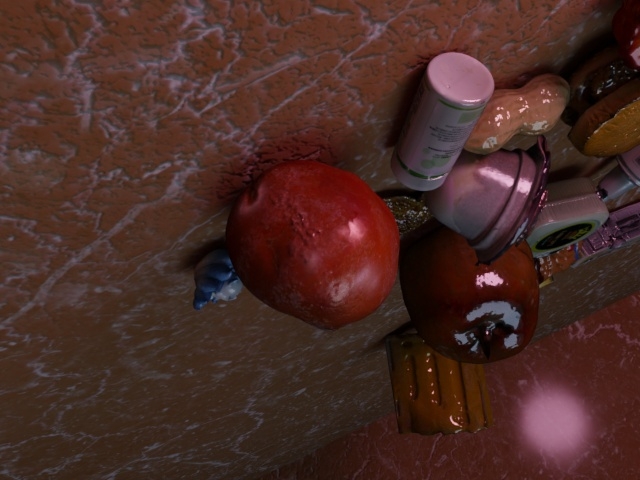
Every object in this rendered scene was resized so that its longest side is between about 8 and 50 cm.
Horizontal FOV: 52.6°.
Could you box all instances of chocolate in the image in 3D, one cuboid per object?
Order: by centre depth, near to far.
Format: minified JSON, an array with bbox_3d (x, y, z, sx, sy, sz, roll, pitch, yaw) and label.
[{"bbox_3d":[0.238,-0.083,0.978,0.147,0.221,0.221,28,135,-11],"label":"chocolate"}]

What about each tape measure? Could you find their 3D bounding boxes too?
[{"bbox_3d":[0.478,-0.043,1.358,0.207,0.115,0.235,-15,158,-11],"label":"tape measure"}]

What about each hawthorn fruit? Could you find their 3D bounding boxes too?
[{"bbox_3d":[0.294,0.113,1.251,0.268,0.300,0.267,-3,139,-2],"label":"hawthorn fruit"}]

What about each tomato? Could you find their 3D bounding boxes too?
[{"bbox_3d":[0.002,0.000,0.840,0.232,0.232,0.188,5,124,-49],"label":"tomato"}]

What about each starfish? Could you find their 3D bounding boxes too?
[{"bbox_3d":[0.153,-0.046,1.112,0.240,0.043,0.227,4,141,-44],"label":"starfish"}]

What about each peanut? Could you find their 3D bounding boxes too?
[{"bbox_3d":[0.272,-0.176,0.911,0.187,0.082,0.082,-21,156,-13],"label":"peanut"}]

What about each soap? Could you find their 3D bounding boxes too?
[{"bbox_3d":[0.323,0.385,1.780,0.259,0.281,0.143,-12,171,27],"label":"soap"}]

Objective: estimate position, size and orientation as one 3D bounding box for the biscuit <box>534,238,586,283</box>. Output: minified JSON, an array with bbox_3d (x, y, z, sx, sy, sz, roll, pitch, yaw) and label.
[{"bbox_3d":[0.555,0.008,1.500,0.280,0.043,0.183,-47,128,-12],"label":"biscuit"}]

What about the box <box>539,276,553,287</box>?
[{"bbox_3d":[0.411,0.088,1.538,0.279,0.041,0.153,-24,117,-3],"label":"box"}]

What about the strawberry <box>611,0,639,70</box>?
[{"bbox_3d":[0.517,-0.321,0.802,0.336,0.149,0.265,-12,152,-6],"label":"strawberry"}]

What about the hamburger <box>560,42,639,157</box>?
[{"bbox_3d":[0.437,-0.215,0.954,0.182,0.118,0.191,-41,156,22],"label":"hamburger"}]

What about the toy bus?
[{"bbox_3d":[0.807,-0.029,1.718,0.343,0.097,0.138,-19,157,-15],"label":"toy bus"}]

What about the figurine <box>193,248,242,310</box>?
[{"bbox_3d":[-0.144,0.051,0.963,0.114,0.079,0.114,-39,179,-1],"label":"figurine"}]

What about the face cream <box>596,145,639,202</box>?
[{"bbox_3d":[0.654,-0.159,1.301,0.101,0.101,0.252,-1,146,-44],"label":"face cream"}]

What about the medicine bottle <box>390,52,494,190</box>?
[{"bbox_3d":[0.153,-0.150,0.843,0.086,0.086,0.183,-18,155,-18],"label":"medicine bottle"}]
